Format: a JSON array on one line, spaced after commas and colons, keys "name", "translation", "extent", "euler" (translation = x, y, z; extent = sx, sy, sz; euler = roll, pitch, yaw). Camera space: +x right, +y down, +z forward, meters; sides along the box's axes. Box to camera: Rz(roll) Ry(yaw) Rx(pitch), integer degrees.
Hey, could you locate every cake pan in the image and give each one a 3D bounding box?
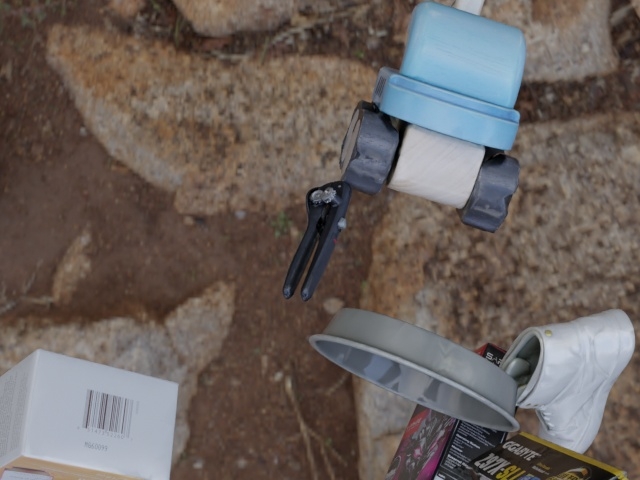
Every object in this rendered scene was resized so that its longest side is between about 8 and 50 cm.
[{"name": "cake pan", "translation": [0.128, 0.165, 1.480], "extent": [0.293, 0.054, 0.293], "euler": [23, 167, 6]}]

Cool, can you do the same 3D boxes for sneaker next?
[{"name": "sneaker", "translation": [0.315, 0.215, 1.613], "extent": [0.169, 0.108, 0.293], "euler": [-6, 133, -19]}]

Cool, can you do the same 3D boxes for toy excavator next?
[{"name": "toy excavator", "translation": [0.196, -0.277, 1.609], "extent": [0.222, 0.433, 0.445], "euler": [18, 101, -4]}]

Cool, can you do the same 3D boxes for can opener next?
[{"name": "can opener", "translation": [0.000, 0.000, 1.426], "extent": [0.059, 0.186, 0.073], "euler": [-7, 135, 28]}]

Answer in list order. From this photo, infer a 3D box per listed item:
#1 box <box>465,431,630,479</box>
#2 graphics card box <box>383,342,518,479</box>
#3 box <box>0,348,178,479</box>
[{"name": "box", "translation": [0.263, 0.340, 1.008], "extent": [0.079, 0.257, 0.322], "euler": [-28, 91, -7]}, {"name": "graphics card box", "translation": [0.177, 0.352, 1.729], "extent": [0.094, 0.371, 0.233], "euler": [31, 151, -7]}, {"name": "box", "translation": [-0.219, 0.171, 0.976], "extent": [0.130, 0.091, 0.170], "euler": [18, 149, -29]}]
